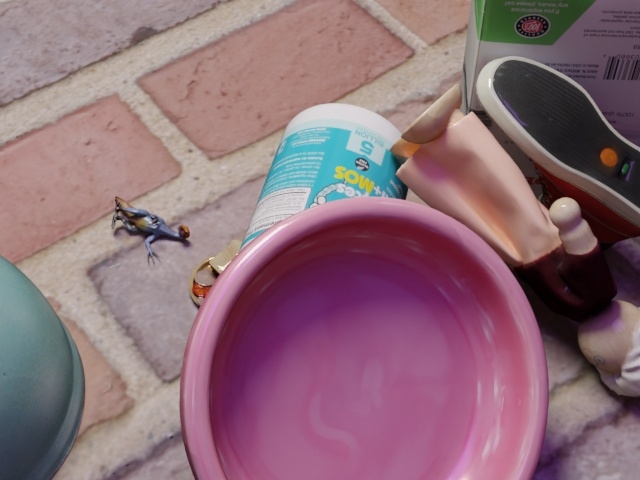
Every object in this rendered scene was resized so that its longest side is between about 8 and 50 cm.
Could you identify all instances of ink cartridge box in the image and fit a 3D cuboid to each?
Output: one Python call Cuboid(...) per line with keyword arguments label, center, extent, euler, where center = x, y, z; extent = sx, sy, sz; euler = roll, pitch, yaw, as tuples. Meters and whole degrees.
Cuboid(label="ink cartridge box", center=(0.256, -0.179, 1.074), extent=(0.211, 0.289, 0.122), euler=(2, 50, 1))

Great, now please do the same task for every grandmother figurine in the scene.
Cuboid(label="grandmother figurine", center=(0.210, 0.011, 0.988), extent=(0.104, 0.208, 0.342), euler=(-42, 89, 1))

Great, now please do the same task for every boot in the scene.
Cuboid(label="boot", center=(0.231, -0.076, 1.044), extent=(0.244, 0.176, 0.088), euler=(38, 70, -8))

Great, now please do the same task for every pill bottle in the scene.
Cuboid(label="pill bottle", center=(0.000, 0.000, 1.024), extent=(0.146, 0.146, 0.264), euler=(11, 54, 8))

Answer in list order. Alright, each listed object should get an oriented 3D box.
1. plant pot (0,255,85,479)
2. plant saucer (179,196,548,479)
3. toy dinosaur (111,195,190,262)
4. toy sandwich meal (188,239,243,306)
Cuboid(label="plant pot", center=(-0.374, 0.101, 0.912), extent=(0.293, 0.196, 0.293), euler=(0, 52, 0))
Cuboid(label="plant saucer", center=(0.036, 0.130, 0.881), extent=(0.332, 0.084, 0.332), euler=(2, 86, -22))
Cuboid(label="toy dinosaur", center=(-0.182, -0.023, 1.107), extent=(0.082, 0.047, 0.090), euler=(10, 40, -16))
Cuboid(label="toy sandwich meal", center=(-0.097, 0.038, 1.065), extent=(0.085, 0.029, 0.086), euler=(0, 53, 0))
